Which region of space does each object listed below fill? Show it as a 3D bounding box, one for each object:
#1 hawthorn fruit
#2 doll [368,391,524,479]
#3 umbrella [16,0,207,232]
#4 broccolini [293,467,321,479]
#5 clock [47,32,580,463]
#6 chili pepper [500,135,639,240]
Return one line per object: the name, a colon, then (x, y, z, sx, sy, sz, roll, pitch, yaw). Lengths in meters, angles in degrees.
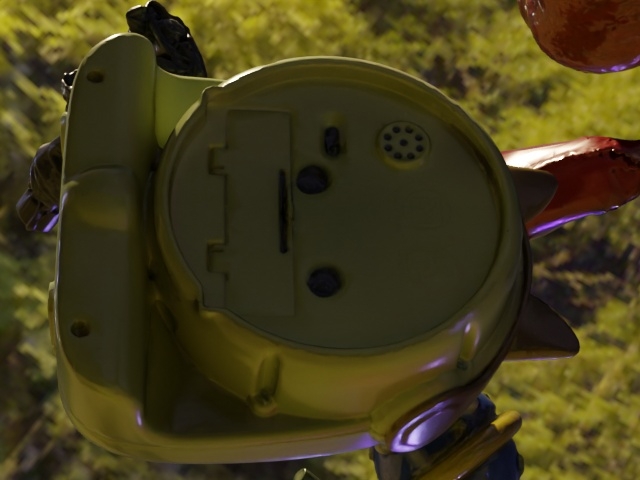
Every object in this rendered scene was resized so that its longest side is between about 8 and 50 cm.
hawthorn fruit: (0.299, -0.251, 1.353, 0.243, 0.207, 0.207, 2, -37, 1)
doll: (0.093, 0.167, 1.444, 0.159, 0.311, 0.243, -26, -98, 15)
umbrella: (-0.179, -0.089, 1.187, 0.224, 0.071, 0.080, -47, -120, 34)
broccolini: (0.057, 0.280, 1.411, 0.068, 0.091, 0.203, -32, -69, 11)
clock: (0.000, 0.000, 1.012, 0.348, 0.286, 0.117, 1, -32, -6)
chili pepper: (0.123, -0.028, 1.307, 0.387, 0.110, 0.110, -16, -57, 40)
